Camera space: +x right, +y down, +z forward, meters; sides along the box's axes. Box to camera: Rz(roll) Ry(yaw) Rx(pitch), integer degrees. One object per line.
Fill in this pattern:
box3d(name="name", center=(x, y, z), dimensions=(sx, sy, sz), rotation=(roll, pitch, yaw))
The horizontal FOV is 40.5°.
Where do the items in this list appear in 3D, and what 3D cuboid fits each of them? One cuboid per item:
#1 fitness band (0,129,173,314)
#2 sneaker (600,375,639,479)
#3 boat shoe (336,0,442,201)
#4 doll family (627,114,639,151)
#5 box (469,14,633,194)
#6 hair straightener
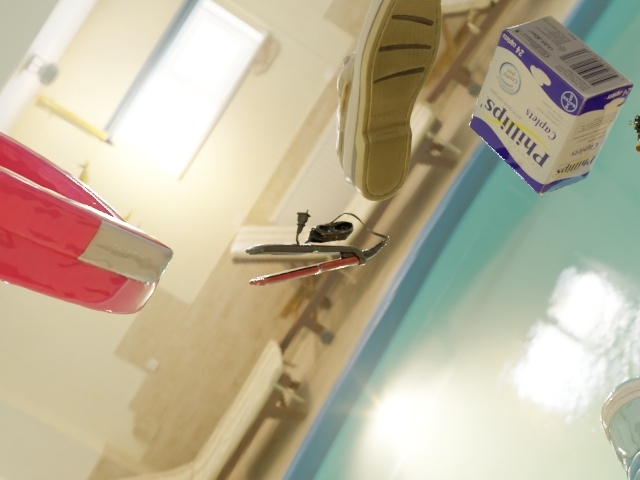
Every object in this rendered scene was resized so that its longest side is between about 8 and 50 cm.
box3d(name="fitness band", center=(-0.208, -0.037, 0.521), dimensions=(0.054, 0.209, 0.291), rotation=(-58, -31, -1))
box3d(name="sneaker", center=(0.423, 0.290, 0.864), dimensions=(0.127, 0.319, 0.208), rotation=(-56, 1, 23))
box3d(name="boat shoe", center=(0.071, -0.205, 1.120), dimensions=(0.103, 0.113, 0.302), rotation=(44, 132, 46))
box3d(name="doll family", center=(0.471, -0.171, 1.154), dimensions=(0.193, 0.076, 0.111), rotation=(-48, -6, -12))
box3d(name="box", center=(0.238, -0.141, 0.916), dimensions=(0.072, 0.126, 0.137), rotation=(-22, -34, -26))
box3d(name="hair straightener", center=(0.000, 0.000, 1.150), dimensions=(0.047, 0.230, 0.089), rotation=(-11, 89, 55))
